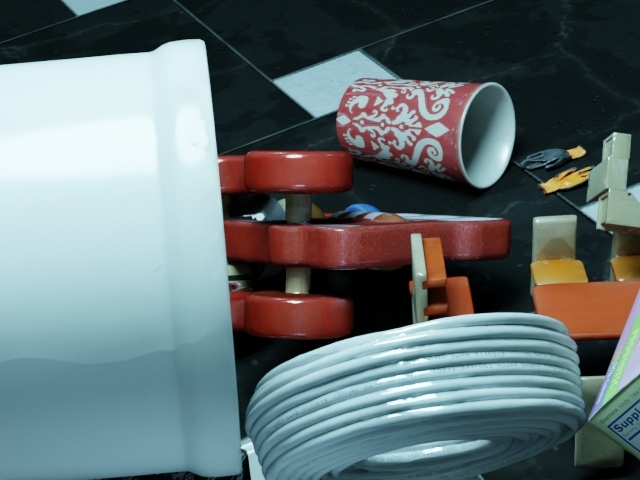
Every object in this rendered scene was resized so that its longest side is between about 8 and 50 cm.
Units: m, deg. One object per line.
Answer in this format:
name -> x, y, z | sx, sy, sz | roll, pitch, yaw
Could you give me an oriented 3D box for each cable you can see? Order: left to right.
cable -> 0.071, 0.127, 1.307 | 0.257, 0.257, 0.089 | -10, 72, 1

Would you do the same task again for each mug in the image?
mug -> 0.119, -0.116, 1.901 | 0.169, 0.150, 0.113 | 10, 74, 35

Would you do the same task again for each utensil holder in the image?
utensil holder -> -0.263, 0.028, 1.298 | 0.385, 0.327, 0.327 | -5, 32, -3

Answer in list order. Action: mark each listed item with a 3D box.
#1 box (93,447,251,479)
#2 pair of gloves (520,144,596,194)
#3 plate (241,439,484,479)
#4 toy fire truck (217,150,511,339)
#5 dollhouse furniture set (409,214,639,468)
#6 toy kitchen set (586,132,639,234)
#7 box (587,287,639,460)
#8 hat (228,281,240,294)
box -> -0.180, 0.231, 1.371 | 0.175, 0.051, 0.220 | 18, 54, 17
pair of gloves -> 0.258, -0.078, 1.864 | 0.074, 0.010, 0.083 | -16, 32, -9
plate -> 0.008, 0.226, 1.431 | 0.277, 0.045, 0.278 | -18, 34, -14
toy fire truck -> 0.000, 0.000, 1.674 | 0.254, 0.169, 0.302 | -1, 2, -38
dollhouse furniture set -> 0.210, 0.064, 1.519 | 0.259, 0.135, 0.262 | -3, 32, 0
toy kitchen set -> 0.286, -0.046, 1.576 | 0.075, 0.083, 0.068 | 7, -10, -6
box -> 0.355, 0.115, 1.329 | 0.243, 0.117, 0.213 | 37, 41, -4
hat -> -0.227, 0.079, 1.542 | 0.208, 0.183, 0.173 | 13, 10, -43
